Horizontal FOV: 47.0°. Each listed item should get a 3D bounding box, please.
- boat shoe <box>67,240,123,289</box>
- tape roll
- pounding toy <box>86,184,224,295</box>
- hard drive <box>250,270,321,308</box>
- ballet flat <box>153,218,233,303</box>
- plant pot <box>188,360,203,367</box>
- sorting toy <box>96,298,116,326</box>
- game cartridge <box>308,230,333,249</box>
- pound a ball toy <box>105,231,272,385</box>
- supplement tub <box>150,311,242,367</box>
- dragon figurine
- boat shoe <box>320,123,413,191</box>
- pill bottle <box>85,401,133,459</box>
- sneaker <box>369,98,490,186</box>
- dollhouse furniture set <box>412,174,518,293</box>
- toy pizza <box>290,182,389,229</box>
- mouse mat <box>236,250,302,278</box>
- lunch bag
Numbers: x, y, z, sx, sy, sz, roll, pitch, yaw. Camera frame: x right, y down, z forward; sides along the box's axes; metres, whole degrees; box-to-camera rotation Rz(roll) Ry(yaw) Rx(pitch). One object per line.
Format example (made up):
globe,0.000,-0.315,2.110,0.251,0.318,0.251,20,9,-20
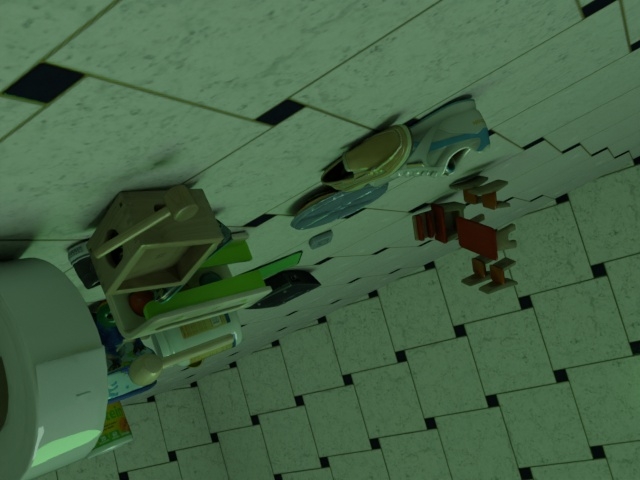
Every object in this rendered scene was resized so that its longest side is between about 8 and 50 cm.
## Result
boat shoe,-0.273,0.032,1.121,0.080,0.076,0.228,-30,168,31
tape roll,-0.397,0.167,0.952,0.286,0.286,0.100,-32,166,38
pounding toy,-0.223,-0.023,0.945,0.181,0.094,0.206,-6,151,-44
hard drive,-0.109,0.138,2.063,0.171,0.054,0.254,-27,169,15
ballet flat,-0.207,0.022,1.122,0.070,0.070,0.188,-32,-169,38
plant pot,-0.359,0.272,2.046,0.134,0.134,0.095,-34,-167,45
sorting toy,-0.473,0.178,1.296,0.274,0.132,0.046,-11,-148,-6
game cartridge,0.000,0.000,1.723,0.055,0.017,0.083,-25,170,-10
pound a ball toy,-0.236,0.121,1.280,0.319,0.208,0.135,-13,165,-48
supplement tub,-0.307,0.222,1.803,0.199,0.144,0.144,-19,169,-21
dragon figurine,-0.422,0.175,1.452,0.085,0.144,0.289,-21,-174,25
boat shoe,0.066,-0.122,1.141,0.072,0.068,0.190,-2,159,-34
pill bottle,-0.626,0.468,2.047,0.136,0.246,0.136,-23,170,-5
sneaker,0.166,-0.137,1.195,0.228,0.092,0.087,-30,170,35
dollhouse furniture set,0.354,-0.019,1.818,0.135,0.262,0.259,-17,-161,-21
toy pizza,0.033,-0.074,1.380,0.201,0.032,0.201,-23,171,-4
mouse mat,-0.135,0.076,1.832,0.189,0.007,0.152,-23,170,-12
lunch bag,-0.472,0.268,1.568,0.218,0.090,0.176,16,-161,37
